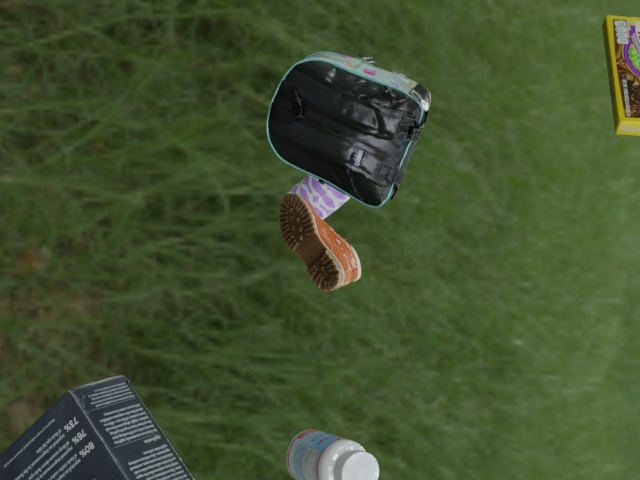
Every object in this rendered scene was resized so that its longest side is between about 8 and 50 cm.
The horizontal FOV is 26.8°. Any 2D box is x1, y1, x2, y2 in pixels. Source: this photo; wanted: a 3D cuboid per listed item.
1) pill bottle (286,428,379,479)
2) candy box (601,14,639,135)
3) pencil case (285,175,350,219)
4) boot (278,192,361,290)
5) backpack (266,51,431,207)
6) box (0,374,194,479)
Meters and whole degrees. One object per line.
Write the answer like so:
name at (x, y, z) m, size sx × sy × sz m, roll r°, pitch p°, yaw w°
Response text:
pill bottle at (0.020, 0.343, 2.056) m, size 0.087 × 0.160 × 0.087 m, roll -1°, pitch 92°, yaw -31°
candy box at (0.419, -0.209, 1.704) m, size 0.027 × 0.105 × 0.206 m, roll 99°, pitch -3°, yaw -49°
pencil case at (0.037, -0.105, 2.336) m, size 0.088 × 0.206 × 0.086 m, roll 41°, pitch 22°, yaw -41°
boot at (0.000, 0.000, 1.928) m, size 0.084 × 0.059 × 0.158 m, roll -10°, pitch 66°, yaw -54°
backpack at (0.031, -0.154, 1.705) m, size 0.144 × 0.188 × 0.166 m, roll -71°, pitch -178°, yaw -67°
box at (-0.240, 0.280, 1.494) m, size 0.207 × 0.153 × 0.108 m, roll 55°, pitch 25°, yaw 13°
